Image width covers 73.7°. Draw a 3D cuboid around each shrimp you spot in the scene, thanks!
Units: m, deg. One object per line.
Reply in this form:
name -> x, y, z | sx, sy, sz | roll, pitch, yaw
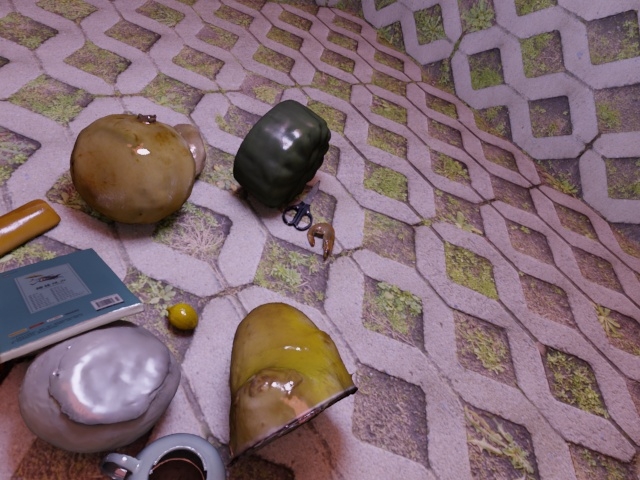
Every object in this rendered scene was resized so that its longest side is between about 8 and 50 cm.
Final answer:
shrimp -> 0.001, -0.005, 1.451 | 0.095, 0.045, 0.162 | 15, 46, -9

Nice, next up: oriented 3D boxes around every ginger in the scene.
ginger -> -0.468, -0.302, 1.467 | 0.152, 0.138, 0.267 | 8, 51, -10

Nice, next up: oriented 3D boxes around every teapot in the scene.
teapot -> -0.278, 0.468, 0.818 | 0.294, 0.129, 0.193 | 21, 43, -5

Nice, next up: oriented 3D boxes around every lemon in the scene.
lemon -> -0.355, 0.194, 1.093 | 0.092, 0.065, 0.065 | 30, 44, 8

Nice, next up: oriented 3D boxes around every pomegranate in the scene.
pomegranate -> -0.531, -0.212, 1.230 | 0.333, 0.332, 0.332 | 12, 45, -13

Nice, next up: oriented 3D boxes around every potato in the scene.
potato -> -0.113, 0.273, 0.929 | 0.296, 0.290, 0.397 | 58, 12, 22

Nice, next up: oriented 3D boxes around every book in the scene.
book -> -0.595, 0.119, 0.962 | 0.264, 0.031, 0.379 | -19, 30, -36

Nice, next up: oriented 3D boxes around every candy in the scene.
candy -> -0.444, 0.294, 0.876 | 0.295, 0.185, 0.295 | 24, 32, -16

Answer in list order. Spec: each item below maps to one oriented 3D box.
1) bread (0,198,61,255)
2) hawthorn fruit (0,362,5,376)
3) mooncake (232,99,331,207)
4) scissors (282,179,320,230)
bread -> -0.803, -0.032, 1.109 | 0.093, 0.074, 0.239 | 29, 43, 12
hawthorn fruit -> -0.697, 0.259, 0.882 | 0.081, 0.081, 0.093 | -20, 88, -36
mooncake -> -0.117, -0.284, 1.447 | 0.194, 0.356, 0.356 | 40, 46, 8
scissors -> -0.050, -0.142, 1.576 | 0.109, 0.022, 0.300 | 28, 43, -2
